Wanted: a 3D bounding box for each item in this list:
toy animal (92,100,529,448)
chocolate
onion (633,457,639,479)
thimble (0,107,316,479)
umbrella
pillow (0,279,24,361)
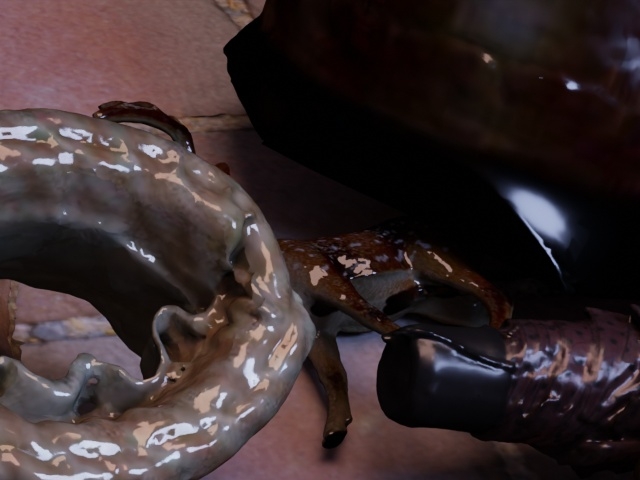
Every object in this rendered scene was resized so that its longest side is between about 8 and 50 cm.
[{"bbox_3d":[-0.008,0.016,1.097,0.243,0.087,0.260,4,31,-34],"label":"toy animal"},{"bbox_3d":[0.169,-0.195,1.169,0.384,0.331,0.383,17,27,-9],"label":"chocolate"},{"bbox_3d":[0.299,0.151,0.795,0.420,0.398,0.398,-8,15,45],"label":"onion"},{"bbox_3d":[-0.137,0.047,0.888,0.229,0.148,0.196,-19,78,-36],"label":"thimble"},{"bbox_3d":[0.182,0.082,1.005,0.326,0.090,0.094,6,-11,-24],"label":"umbrella"},{"bbox_3d":[-0.221,0.048,1.012,0.135,0.034,0.211,1,34,-12],"label":"pillow"}]
